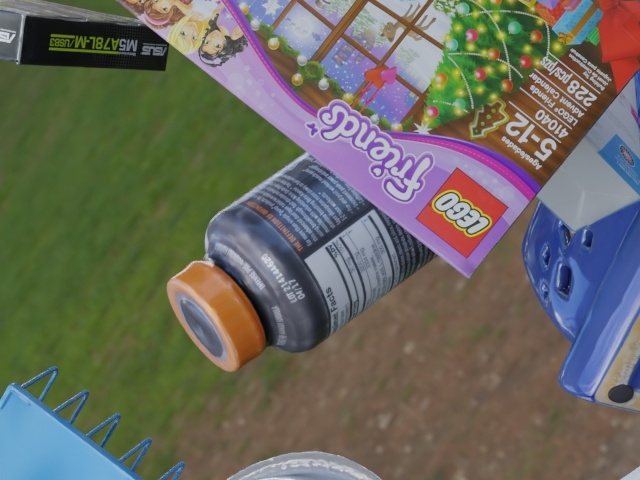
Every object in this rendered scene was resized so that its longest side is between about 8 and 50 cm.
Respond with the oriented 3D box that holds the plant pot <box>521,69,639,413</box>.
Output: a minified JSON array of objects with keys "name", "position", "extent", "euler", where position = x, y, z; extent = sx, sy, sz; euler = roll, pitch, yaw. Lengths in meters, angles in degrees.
[{"name":"plant pot","position":[0.301,0.010,1.373],"extent":[0.212,0.236,0.236],"euler":[-87,14,-51]}]

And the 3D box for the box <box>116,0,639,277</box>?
[{"name":"box","position":[0.034,-0.146,1.052],"extent":[0.201,0.293,0.057],"euler":[-52,6,7]}]

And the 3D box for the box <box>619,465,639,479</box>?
[{"name":"box","position":[0.289,0.280,1.338],"extent":[0.345,0.215,0.168],"euler":[-43,43,36]}]

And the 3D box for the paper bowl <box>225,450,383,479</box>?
[{"name":"paper bowl","position":[-0.029,0.334,1.697],"extent":[0.284,0.148,0.284],"euler":[-14,55,21]}]

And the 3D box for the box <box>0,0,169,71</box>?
[{"name":"box","position":[-0.248,-0.172,1.467],"extent":[0.184,0.191,0.045],"euler":[-10,-69,-58]}]

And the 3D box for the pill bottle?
[{"name":"pill bottle","position":[0.000,0.000,1.427],"extent":[0.246,0.130,0.130],"euler":[-35,2,-21]}]

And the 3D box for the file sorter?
[{"name":"file sorter","position":[-0.235,0.219,1.756],"extent":[0.118,0.170,0.104],"euler":[-57,-9,21]}]

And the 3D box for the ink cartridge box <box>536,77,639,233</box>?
[{"name":"ink cartridge box","position":[0.165,-0.107,1.259],"extent":[0.061,0.104,0.181],"euler":[-29,35,30]}]
